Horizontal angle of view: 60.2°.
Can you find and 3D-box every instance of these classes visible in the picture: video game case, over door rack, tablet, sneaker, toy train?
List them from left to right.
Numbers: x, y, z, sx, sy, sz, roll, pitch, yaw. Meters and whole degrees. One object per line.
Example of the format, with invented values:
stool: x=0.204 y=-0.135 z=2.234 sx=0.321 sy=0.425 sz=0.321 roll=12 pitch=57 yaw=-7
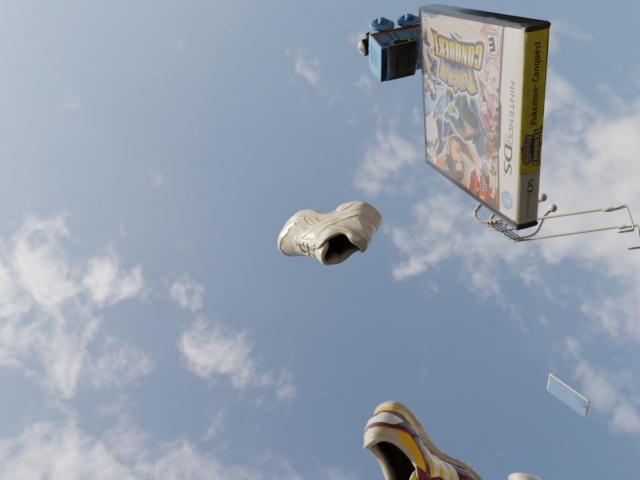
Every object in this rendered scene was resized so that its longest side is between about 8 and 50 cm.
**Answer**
sneaker: x=0.000 y=0.000 z=1.044 sx=0.090 sy=0.232 sz=0.115 roll=49 pitch=-137 yaw=-28
toy train: x=0.158 y=-0.329 z=0.921 sx=0.184 sy=0.080 sz=0.105 roll=-15 pitch=-131 yaw=-10
sneaker: x=0.121 y=0.276 z=0.635 sx=0.185 sy=0.069 sz=0.084 roll=42 pitch=-152 yaw=6
video game case: x=0.209 y=-0.180 z=0.754 sx=0.035 sy=0.248 sz=0.275 roll=-15 pitch=-151 yaw=-10
over door rack: x=0.549 y=-0.055 z=1.263 sx=0.325 sy=0.240 sz=0.108 roll=4 pitch=-96 yaw=36
tablet: x=0.466 y=0.292 z=1.041 sx=0.006 sy=0.054 sz=0.083 roll=-31 pitch=-138 yaw=-22

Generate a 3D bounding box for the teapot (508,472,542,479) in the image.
teapot: x=0.220 y=0.307 z=0.387 sx=0.256 sy=0.253 sz=0.186 roll=18 pitch=-90 yaw=30
